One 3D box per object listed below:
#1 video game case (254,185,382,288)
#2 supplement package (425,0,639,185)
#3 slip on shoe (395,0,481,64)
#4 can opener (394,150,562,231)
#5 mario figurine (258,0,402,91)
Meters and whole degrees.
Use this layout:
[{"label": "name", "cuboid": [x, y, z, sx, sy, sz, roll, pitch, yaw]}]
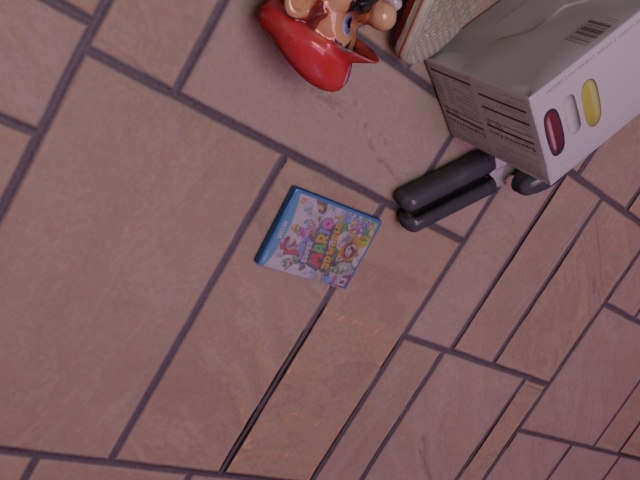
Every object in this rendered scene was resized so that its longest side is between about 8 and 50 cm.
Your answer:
[{"label": "video game case", "cuboid": [0.000, 0.000, 1.004, 0.166, 0.015, 0.119, 19, 105, -38]}, {"label": "supplement package", "cuboid": [0.316, -0.235, 0.947, 0.262, 0.204, 0.145, -38, 131, -9]}, {"label": "slip on shoe", "cuboid": [0.155, -0.368, 0.843, 0.123, 0.101, 0.331, -23, 142, -40]}, {"label": "can opener", "cuboid": [0.250, -0.088, 1.062, 0.283, 0.095, 0.076, -26, 127, -18]}, {"label": "mario figurine", "cuboid": [0.050, -0.315, 0.755, 0.198, 0.170, 0.321, -3, 116, -34]}]
